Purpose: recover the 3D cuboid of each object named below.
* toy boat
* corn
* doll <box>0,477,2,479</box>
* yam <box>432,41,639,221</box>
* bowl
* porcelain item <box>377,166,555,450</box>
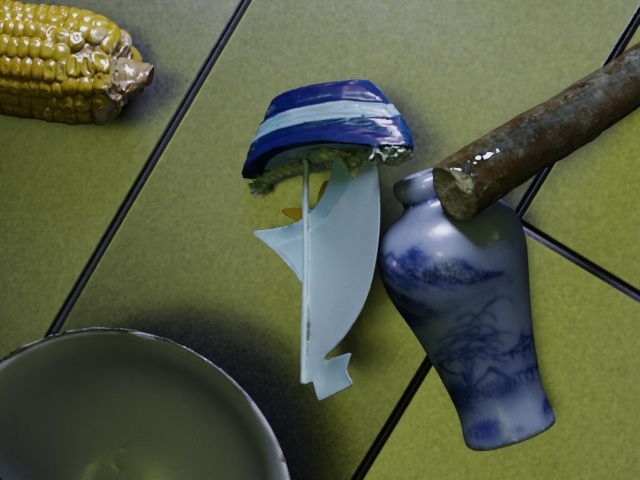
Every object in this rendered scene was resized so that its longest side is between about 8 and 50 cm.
[{"bbox_3d":[0.000,0.000,1.688,0.220,0.067,0.291,-10,72,45],"label":"toy boat"},{"bbox_3d":[-0.313,-0.177,1.774,0.322,0.119,0.119,7,92,11],"label":"corn"},{"bbox_3d":[-0.239,0.297,1.623,0.291,0.086,0.117,37,137,6],"label":"doll"},{"bbox_3d":[0.218,-0.106,1.653,0.274,0.061,0.061,-32,84,-22],"label":"yam"},{"bbox_3d":[-0.180,0.248,1.732,0.346,0.157,0.345,0,90,10],"label":"bowl"},{"bbox_3d":[0.138,0.059,1.690,0.141,0.141,0.259,-19,96,10],"label":"porcelain item"}]
